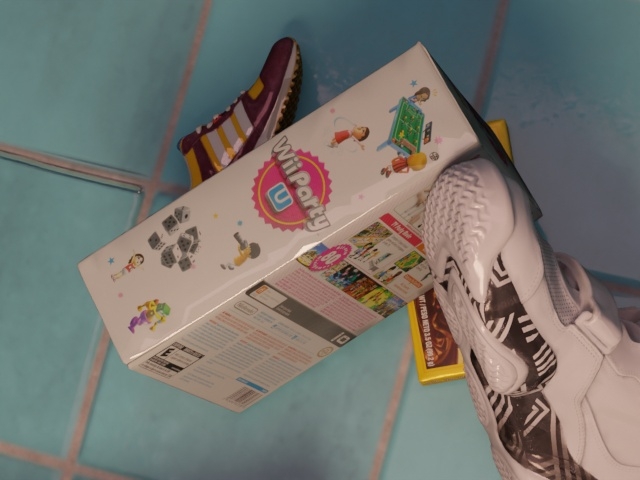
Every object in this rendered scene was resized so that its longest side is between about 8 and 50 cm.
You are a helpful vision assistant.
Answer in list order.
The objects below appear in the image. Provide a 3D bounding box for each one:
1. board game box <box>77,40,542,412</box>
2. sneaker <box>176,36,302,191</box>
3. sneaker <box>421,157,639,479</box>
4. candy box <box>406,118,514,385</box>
[{"bbox_3d":[0.000,0.000,1.434,0.303,0.224,0.097,-32,69,9],"label":"board game box"},{"bbox_3d":[-0.074,-0.090,1.563,0.083,0.069,0.186,18,81,7],"label":"sneaker"},{"bbox_3d":[0.210,0.066,1.377,0.210,0.366,0.137,-23,34,-5],"label":"sneaker"},{"bbox_3d":[0.117,0.009,1.533,0.105,0.027,0.206,-10,77,7],"label":"candy box"}]
